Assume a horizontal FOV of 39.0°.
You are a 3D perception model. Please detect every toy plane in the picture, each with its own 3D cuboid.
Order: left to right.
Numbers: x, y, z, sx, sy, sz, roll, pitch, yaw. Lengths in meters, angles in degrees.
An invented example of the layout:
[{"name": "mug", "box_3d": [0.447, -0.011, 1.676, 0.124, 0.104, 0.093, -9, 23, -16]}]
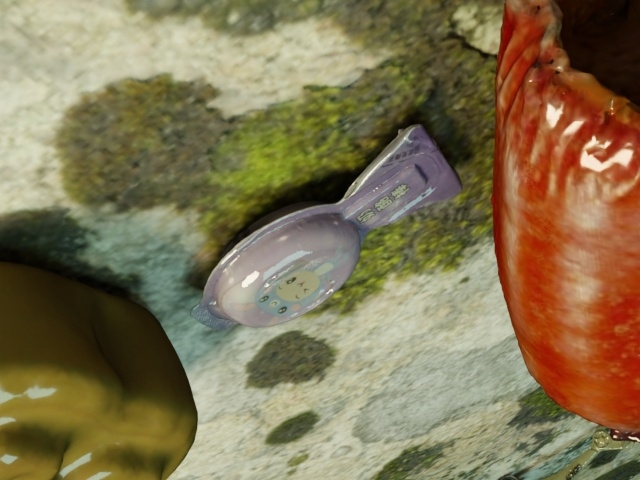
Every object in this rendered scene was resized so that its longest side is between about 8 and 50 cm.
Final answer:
[{"name": "toy plane", "box_3d": [0.332, 0.368, 1.314, 0.286, 0.108, 0.092, -45, 146, 2]}]

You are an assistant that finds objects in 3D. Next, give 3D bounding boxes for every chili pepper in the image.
[{"name": "chili pepper", "box_3d": [0.225, -0.040, 0.526, 0.251, 0.229, 0.305, -12, 149, 4]}]

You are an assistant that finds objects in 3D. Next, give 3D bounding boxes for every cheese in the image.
[{"name": "cheese", "box_3d": [0.000, 0.000, 0.576, 0.191, 0.042, 0.105, -37, 149, 9]}]

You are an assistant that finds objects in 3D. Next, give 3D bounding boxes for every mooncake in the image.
[{"name": "mooncake", "box_3d": [-0.197, 0.122, 0.531, 0.235, 0.117, 0.235, -23, 149, -15]}]
